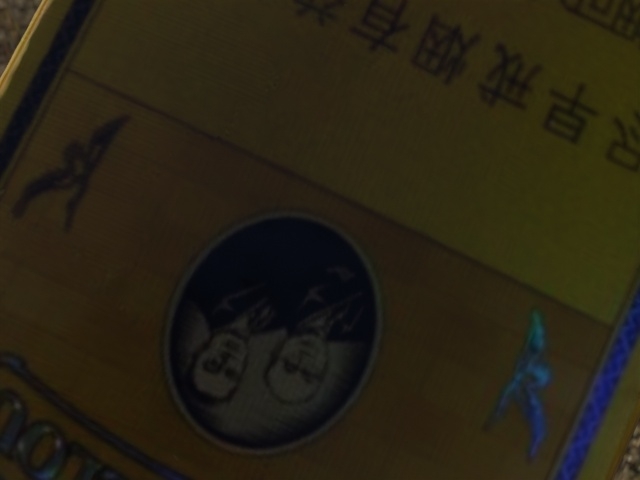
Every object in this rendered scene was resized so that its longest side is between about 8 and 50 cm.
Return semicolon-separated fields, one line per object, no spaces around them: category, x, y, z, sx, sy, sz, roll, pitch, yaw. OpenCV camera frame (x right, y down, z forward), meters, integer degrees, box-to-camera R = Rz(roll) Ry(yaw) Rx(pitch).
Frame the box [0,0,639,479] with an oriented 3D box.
box;0.000;0.000;0.380;0.192;0.084;0.301;25;81;2
